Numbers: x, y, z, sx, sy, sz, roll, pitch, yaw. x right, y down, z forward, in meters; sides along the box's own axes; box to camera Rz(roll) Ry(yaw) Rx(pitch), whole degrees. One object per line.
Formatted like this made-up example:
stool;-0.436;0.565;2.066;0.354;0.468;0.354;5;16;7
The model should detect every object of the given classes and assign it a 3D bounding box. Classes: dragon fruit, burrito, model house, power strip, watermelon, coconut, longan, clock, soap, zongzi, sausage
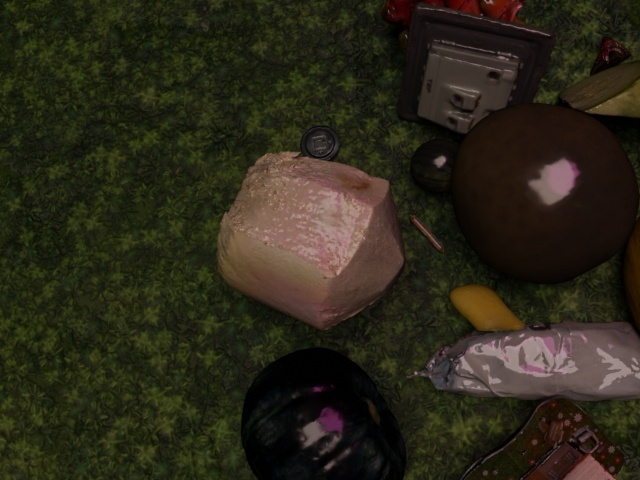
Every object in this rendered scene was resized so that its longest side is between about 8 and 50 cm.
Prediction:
dragon fruit;0.277;-0.436;1.170;0.307;0.243;0.227;52;128;33
burrito;0.378;0.215;1.069;0.446;0.101;0.139;-2;82;7
model house;0.377;0.421;0.962;0.294;0.154;0.207;-43;102;-2
power strip;0.271;-0.290;1.119;0.251;0.257;0.092;21;54;15
watermelon;0.217;-0.149;1.170;0.133;0.105;0.105;16;80;19
coconut;0.000;0.000;1.071;0.310;0.297;0.297;18;81;11
longan;0.379;-0.082;1.040;0.319;0.319;0.319;-2;77;7
clock;-0.001;-0.200;1.253;0.085;0.017;0.085;-2;77;8
soap;0.297;0.127;1.084;0.089;0.168;0.033;-14;120;-7
zongzi;0.579;-0.364;1.186;0.067;0.073;0.083;38;86;-5
sausage;0.211;-0.014;1.185;0.015;0.015;0.100;-40;76;-2

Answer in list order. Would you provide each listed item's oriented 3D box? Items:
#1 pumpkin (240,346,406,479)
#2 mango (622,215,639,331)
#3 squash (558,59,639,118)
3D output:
pumpkin;-0.001;0.330;0.991;0.238;0.315;0.315;-37;75;8
mango;0.613;0.067;1.020;0.142;0.195;0.331;25;67;-23
squash;0.574;-0.240;1.097;0.204;0.237;0.155;-27;107;19
